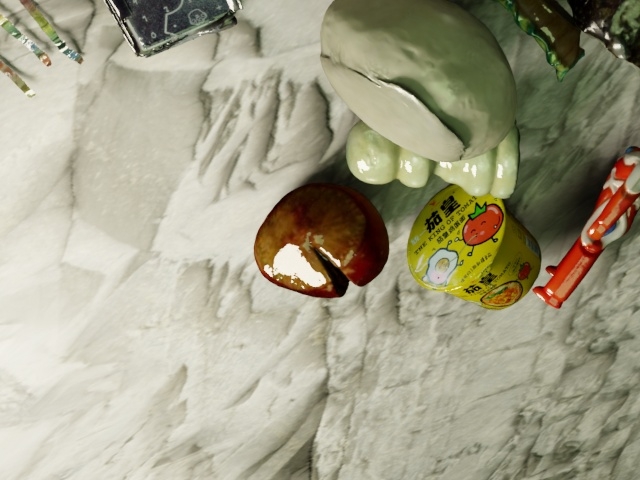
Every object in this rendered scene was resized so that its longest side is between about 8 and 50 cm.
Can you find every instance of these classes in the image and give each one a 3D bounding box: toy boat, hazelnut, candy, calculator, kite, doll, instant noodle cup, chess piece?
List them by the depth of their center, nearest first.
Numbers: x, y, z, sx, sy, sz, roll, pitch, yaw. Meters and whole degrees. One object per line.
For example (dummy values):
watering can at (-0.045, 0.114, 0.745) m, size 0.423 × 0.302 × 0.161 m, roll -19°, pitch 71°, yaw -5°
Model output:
calculator at (-0.220, -0.367, 1.713) m, size 0.165 × 0.028 × 0.274 m, roll -21°, pitch 130°, yaw 8°
kite at (-0.457, -0.309, 1.733) m, size 0.169 × 0.015 × 0.310 m, roll -27°, pitch 127°, yaw 14°
toy boat at (0.231, -0.327, 1.756) m, size 0.293 × 0.108 × 0.099 m, roll 35°, pitch 112°, yaw -5°
candy at (0.133, -0.227, 1.763) m, size 0.185 × 0.295 × 0.295 m, roll -53°, pitch 126°, yaw -9°
chess piece at (0.158, -0.129, 1.925) m, size 0.243 × 0.133 × 0.133 m, roll 1°, pitch 130°, yaw -5°
hazelnut at (0.000, 0.000, 1.990) m, size 0.204 × 0.178 × 0.178 m, roll -23°, pitch 130°, yaw 17°
doll at (0.462, -0.067, 2.008) m, size 0.099 × 0.188 × 0.384 m, roll 39°, pitch 110°, yaw 5°
instant noodle cup at (0.247, 0.020, 2.040) m, size 0.182 × 0.182 × 0.144 m, roll -38°, pitch 135°, yaw 22°

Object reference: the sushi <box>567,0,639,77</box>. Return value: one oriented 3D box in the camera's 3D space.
sushi at (0.501, -0.304, 1.764) m, size 0.348 × 0.234 × 0.207 m, roll 17°, pitch 125°, yaw -28°
